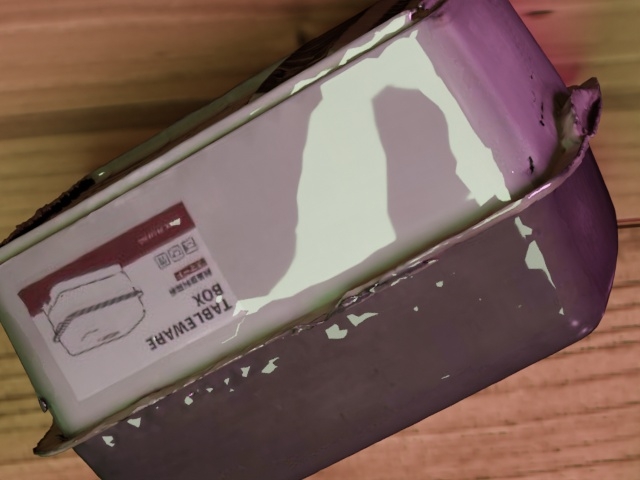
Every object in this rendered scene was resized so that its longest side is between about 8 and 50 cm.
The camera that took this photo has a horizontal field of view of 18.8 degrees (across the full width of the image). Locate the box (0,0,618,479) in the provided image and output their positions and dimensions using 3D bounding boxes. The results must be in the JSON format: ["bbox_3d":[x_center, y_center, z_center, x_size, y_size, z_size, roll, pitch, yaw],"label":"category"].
[{"bbox_3d":[0.000,0.000,0.922,0.290,0.220,0.166,-28,100,18],"label":"box"}]
